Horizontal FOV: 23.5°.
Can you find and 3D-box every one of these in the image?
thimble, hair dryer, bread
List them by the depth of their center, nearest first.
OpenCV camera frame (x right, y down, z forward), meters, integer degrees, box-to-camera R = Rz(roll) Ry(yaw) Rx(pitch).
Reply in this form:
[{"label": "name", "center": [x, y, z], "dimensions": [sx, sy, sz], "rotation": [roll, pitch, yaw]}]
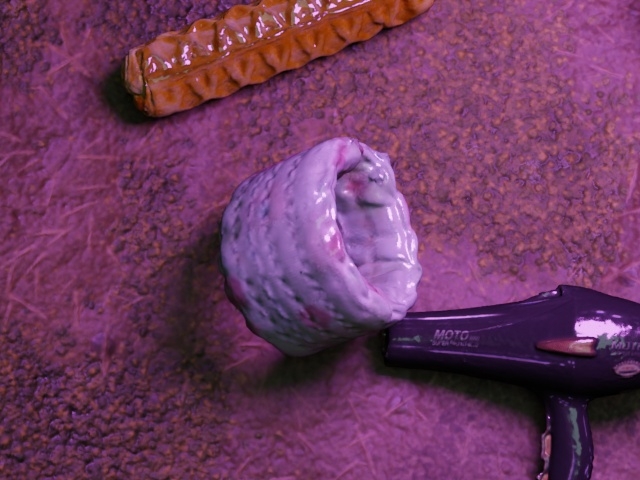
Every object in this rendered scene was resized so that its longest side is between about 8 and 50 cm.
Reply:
[{"label": "thimble", "center": [0.000, 0.000, 1.544], "dimensions": [0.149, 0.185, 0.211], "rotation": [-21, 48, 32]}, {"label": "hair dryer", "center": [0.216, 0.226, 1.585], "dimensions": [0.304, 0.120, 0.359], "rotation": [-2, 87, 3]}, {"label": "bread", "center": [-0.039, -0.227, 1.655], "dimensions": [0.368, 0.077, 0.084], "rotation": [-23, 80, -10]}]
